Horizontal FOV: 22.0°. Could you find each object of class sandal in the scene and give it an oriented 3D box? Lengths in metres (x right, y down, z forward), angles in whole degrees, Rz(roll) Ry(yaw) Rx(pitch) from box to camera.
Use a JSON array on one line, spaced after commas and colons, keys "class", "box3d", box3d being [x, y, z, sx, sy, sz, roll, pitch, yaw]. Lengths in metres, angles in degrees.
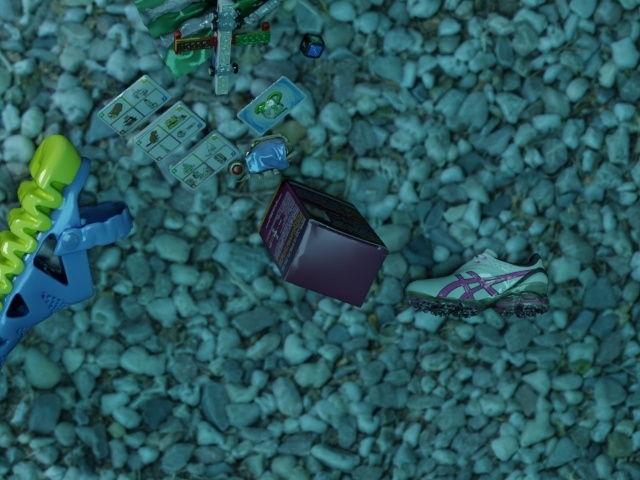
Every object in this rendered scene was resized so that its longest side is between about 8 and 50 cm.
[{"class": "sandal", "box3d": [-0.326, 0.041, 1.938, 0.138, 0.126, 0.317, 25, 102, -22]}]

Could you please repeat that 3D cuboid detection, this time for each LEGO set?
[{"class": "LEGO set", "box3d": [-0.119, -0.187, 1.919, 0.244, 0.060, 0.182, -38, 134, 14]}]

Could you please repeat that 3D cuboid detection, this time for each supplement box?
[{"class": "supplement box", "box3d": [0.000, 0.000, 1.953, 0.104, 0.188, 0.081, 21, 102, -17]}]

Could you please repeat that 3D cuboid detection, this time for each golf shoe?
[{"class": "golf shoe", "box3d": [0.197, 0.055, 2.086, 0.186, 0.067, 0.086, 0, 75, -7]}]

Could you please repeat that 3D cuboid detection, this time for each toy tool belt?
[{"class": "toy tool belt", "box3d": [-0.070, -0.096, 1.982, 0.083, 0.051, 0.052, -23, 110, -4]}]

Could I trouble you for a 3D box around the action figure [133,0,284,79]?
[{"class": "action figure", "box3d": [-0.096, -0.292, 1.909, 0.232, 0.063, 0.137, -27, 121, 1]}]
